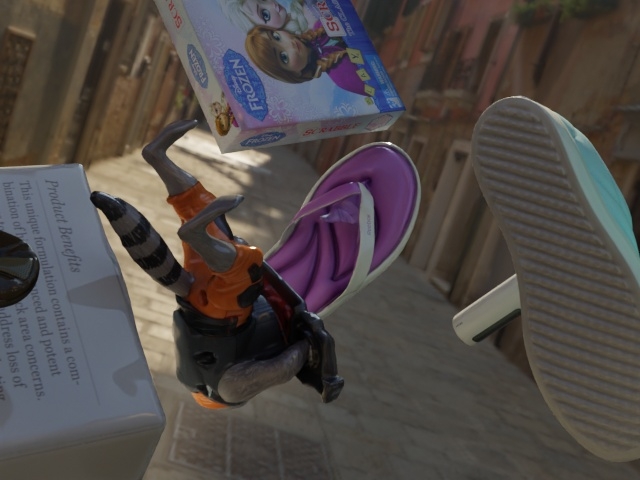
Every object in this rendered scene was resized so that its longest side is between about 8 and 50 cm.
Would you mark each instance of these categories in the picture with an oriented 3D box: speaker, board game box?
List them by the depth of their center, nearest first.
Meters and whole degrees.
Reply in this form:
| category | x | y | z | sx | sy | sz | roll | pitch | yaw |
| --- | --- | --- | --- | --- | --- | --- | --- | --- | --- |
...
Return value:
| category | x | y | z | sx | sy | sz | roll | pitch | yaw |
| --- | --- | --- | --- | --- | --- | --- | --- | --- | --- |
| speaker | 0.259 | 0.099 | 1.256 | 0.055 | 0.136 | 0.055 | 28 | 40 | -27 |
| board game box | -0.065 | -0.297 | 1.282 | 0.317 | 0.066 | 0.319 | -15 | 73 | -38 |

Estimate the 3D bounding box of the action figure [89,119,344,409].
| category | x | y | z | sx | sy | sz | roll | pitch | yaw |
| --- | --- | --- | --- | --- | --- | --- | --- | --- | --- |
| action figure | -0.135 | 0.045 | 0.931 | 0.178 | 0.330 | 0.341 | -26 | 37 | -24 |

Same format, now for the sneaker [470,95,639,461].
| category | x | y | z | sx | sy | sz | roll | pitch | yaw |
| --- | --- | --- | --- | --- | --- | --- | --- | --- | --- |
| sneaker | 0.274 | 0.028 | 0.852 | 0.150 | 0.366 | 0.135 | 4 | -22 | -46 |

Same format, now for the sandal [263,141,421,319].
| category | x | y | z | sx | sy | sz | roll | pitch | yaw |
| --- | --- | --- | --- | --- | --- | --- | --- | --- | --- |
| sandal | 0.013 | 0.009 | 1.249 | 0.169 | 0.416 | 0.102 | 37 | -20 | 9 |

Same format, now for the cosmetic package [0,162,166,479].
| category | x | y | z | sx | sy | sz | roll | pitch | yaw |
| --- | --- | --- | --- | --- | --- | --- | --- | --- | --- |
| cosmetic package | -0.409 | 0.155 | 0.848 | 0.393 | 0.327 | 0.329 | -5 | 53 | -29 |

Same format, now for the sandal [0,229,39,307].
| category | x | y | z | sx | sy | sz | roll | pitch | yaw |
| --- | --- | --- | --- | --- | --- | --- | --- | --- | --- |
| sandal | -0.318 | 0.011 | 0.698 | 0.219 | 0.060 | 0.090 | 18 | 45 | 17 |
